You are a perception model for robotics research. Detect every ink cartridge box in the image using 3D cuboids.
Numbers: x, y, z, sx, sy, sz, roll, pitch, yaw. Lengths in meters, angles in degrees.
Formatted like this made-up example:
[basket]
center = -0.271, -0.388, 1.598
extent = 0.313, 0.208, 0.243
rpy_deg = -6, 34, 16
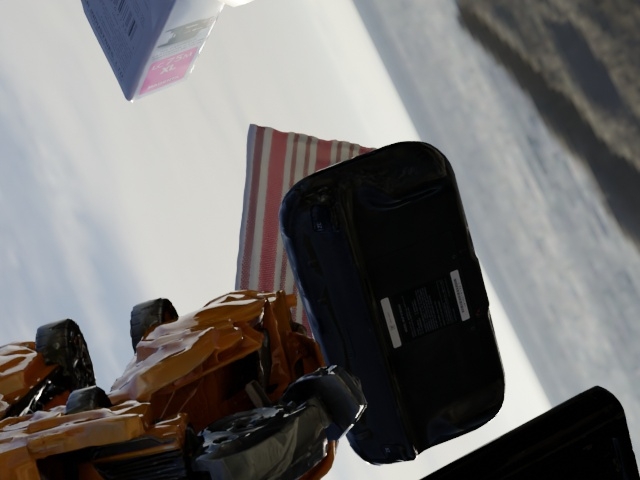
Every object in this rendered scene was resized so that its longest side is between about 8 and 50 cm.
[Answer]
[ink cartridge box]
center = -0.118, -0.241, 1.163
extent = 0.185, 0.065, 0.311
rpy_deg = 63, 159, 11

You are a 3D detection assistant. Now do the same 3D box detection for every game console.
[game console]
center = 0.079, 0.101, 1.047
extent = 0.044, 0.213, 0.361
rpy_deg = 41, 153, 56

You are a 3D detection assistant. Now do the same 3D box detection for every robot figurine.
[robot figurine]
center = -0.080, 0.081, 0.622
extent = 0.291, 0.211, 0.085
rpy_deg = -71, -33, -81

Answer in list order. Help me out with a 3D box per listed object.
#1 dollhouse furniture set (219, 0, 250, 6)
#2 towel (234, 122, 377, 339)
[dollhouse furniture set]
center = 0.014, -0.254, 0.483
extent = 0.174, 0.303, 0.355
rpy_deg = 19, 169, -27
[towel]
center = 0.000, 0.000, 1.228
extent = 0.197, 0.029, 0.144
rpy_deg = 8, -94, -55
